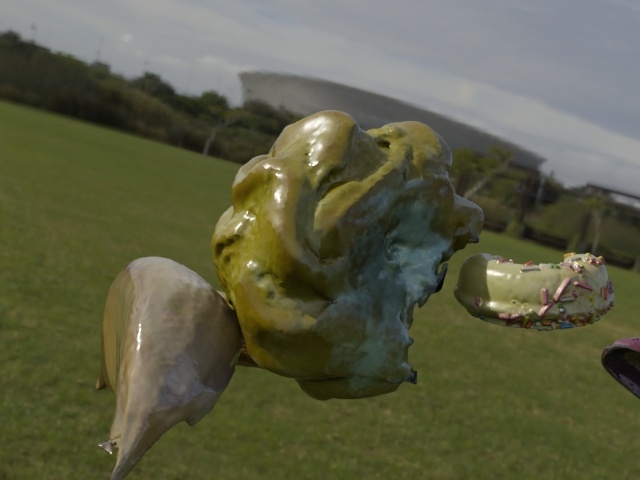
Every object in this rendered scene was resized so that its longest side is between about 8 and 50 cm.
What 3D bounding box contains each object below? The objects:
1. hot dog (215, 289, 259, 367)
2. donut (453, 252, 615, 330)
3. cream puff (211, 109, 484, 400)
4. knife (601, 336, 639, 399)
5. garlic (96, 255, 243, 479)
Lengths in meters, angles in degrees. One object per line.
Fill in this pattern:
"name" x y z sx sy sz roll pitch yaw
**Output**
"hot dog" -0.145 0.107 1.401 0.236 0.092 0.062 21 9 1
"donut" 0.219 0.048 1.073 0.166 0.065 0.108 1 12 10
"cream puff" -0.006 0.003 1.145 0.270 0.323 0.274 7 -31 47
"knife" 0.298 0.166 0.708 0.278 0.123 0.053 46 43 10
"garlic" -0.162 0.135 1.089 0.151 0.196 0.338 28 6 -19
